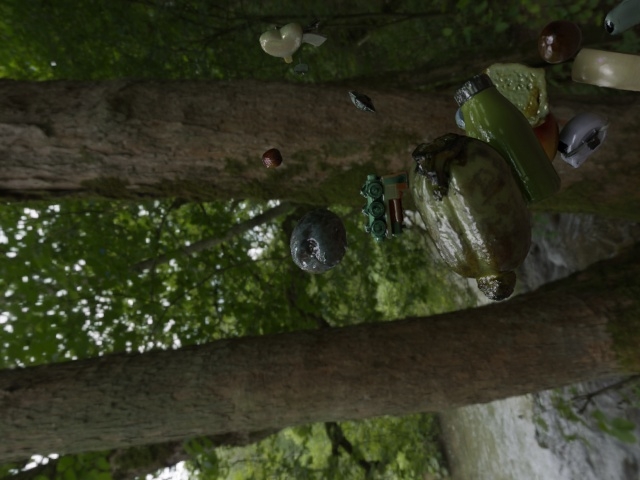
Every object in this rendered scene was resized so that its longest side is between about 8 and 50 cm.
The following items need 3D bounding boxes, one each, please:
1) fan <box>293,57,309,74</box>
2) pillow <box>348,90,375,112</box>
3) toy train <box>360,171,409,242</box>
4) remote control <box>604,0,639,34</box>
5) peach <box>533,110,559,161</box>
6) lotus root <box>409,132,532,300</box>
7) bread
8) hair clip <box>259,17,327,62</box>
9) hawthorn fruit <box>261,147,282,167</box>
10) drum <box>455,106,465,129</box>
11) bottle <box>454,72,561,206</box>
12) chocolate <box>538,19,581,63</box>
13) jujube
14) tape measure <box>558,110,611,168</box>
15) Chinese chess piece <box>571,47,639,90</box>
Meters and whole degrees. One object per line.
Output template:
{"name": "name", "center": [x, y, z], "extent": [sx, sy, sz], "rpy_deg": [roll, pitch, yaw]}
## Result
{"name": "fan", "center": [-0.069, -0.611, 1.527], "extent": [0.004, 0.055, 0.083], "rpy_deg": [67, -165, -60]}
{"name": "pillow", "center": [0.156, -0.530, 1.664], "extent": [0.136, 0.091, 0.055], "rpy_deg": [-117, 31, -55]}
{"name": "toy train", "center": [0.167, -0.085, 1.105], "extent": [0.074, 0.118, 0.176], "rpy_deg": [-156, 58, -81]}
{"name": "remote control", "center": [1.005, -0.732, 1.352], "extent": [0.097, 0.256, 0.045], "rpy_deg": [53, -173, -17]}
{"name": "peach", "center": [0.730, -0.374, 1.632], "extent": [0.332, 0.307, 0.308], "rpy_deg": [114, 152, -73]}
{"name": "lotus root", "center": [0.258, -0.036, 0.748], "extent": [0.309, 0.173, 0.173], "rpy_deg": [60, -171, -19]}
{"name": "bread", "center": [0.592, -0.456, 1.373], "extent": [0.252, 0.195, 0.239], "rpy_deg": [-32, -70, -71]}
{"name": "hair clip", "center": [-0.083, -0.577, 1.259], "extent": [0.071, 0.218, 0.159], "rpy_deg": [62, 146, 4]}
{"name": "hawthorn fruit", "center": [-0.180, -0.303, 1.610], "extent": [0.077, 0.077, 0.077], "rpy_deg": [-5, -90, -90]}
{"name": "drum", "center": [0.675, -0.475, 1.842], "extent": [0.253, 0.130, 0.049], "rpy_deg": [54, 173, 15]}
{"name": "bottle", "center": [0.342, -0.187, 0.823], "extent": [0.260, 0.112, 0.112], "rpy_deg": [63, 178, 5]}
{"name": "chocolate", "center": [0.983, -0.826, 1.794], "extent": [0.177, 0.176, 0.177], "rpy_deg": [-5, -90, -90]}
{"name": "jujube", "center": [-0.009, 0.000, 1.818], "extent": [0.247, 0.215, 0.308], "rpy_deg": [69, -160, -9]}
{"name": "tape measure", "center": [0.968, -0.375, 1.607], "extent": [0.196, 0.178, 0.105], "rpy_deg": [-54, 41, 24]}
{"name": "Chinese chess piece", "center": [0.949, -0.547, 1.388], "extent": [0.273, 0.273, 0.102], "rpy_deg": [-95, 9, -63]}
